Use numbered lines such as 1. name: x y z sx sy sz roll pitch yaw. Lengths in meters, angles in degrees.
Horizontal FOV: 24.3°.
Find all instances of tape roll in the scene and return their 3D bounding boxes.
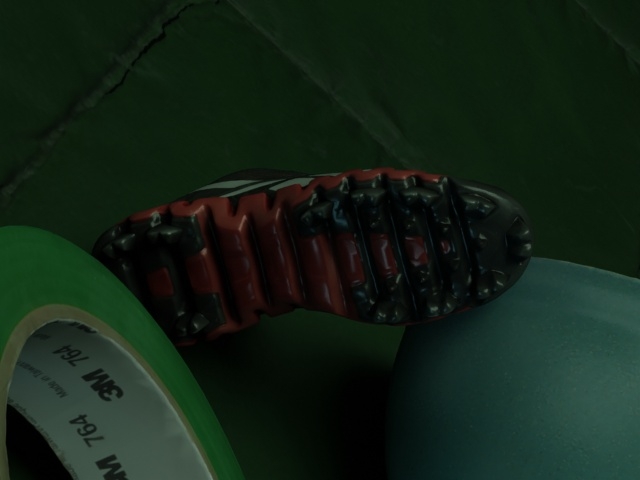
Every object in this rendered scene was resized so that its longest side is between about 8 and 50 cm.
1. tape roll: -0.113 0.153 0.699 0.321 0.077 0.321 58 15 -26

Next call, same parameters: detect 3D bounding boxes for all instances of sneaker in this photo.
1. sneaker: 0.000 0.000 0.931 0.135 0.276 0.098 -47 128 -68

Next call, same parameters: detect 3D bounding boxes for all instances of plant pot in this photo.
1. plant pot: 0.163 0.167 0.960 0.293 0.293 0.196 33 67 -25
